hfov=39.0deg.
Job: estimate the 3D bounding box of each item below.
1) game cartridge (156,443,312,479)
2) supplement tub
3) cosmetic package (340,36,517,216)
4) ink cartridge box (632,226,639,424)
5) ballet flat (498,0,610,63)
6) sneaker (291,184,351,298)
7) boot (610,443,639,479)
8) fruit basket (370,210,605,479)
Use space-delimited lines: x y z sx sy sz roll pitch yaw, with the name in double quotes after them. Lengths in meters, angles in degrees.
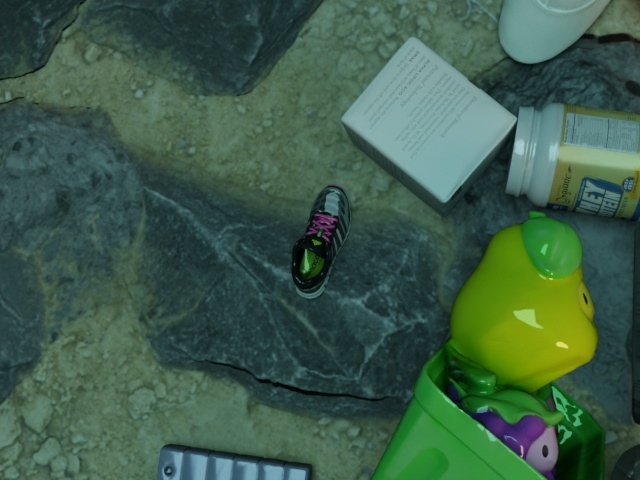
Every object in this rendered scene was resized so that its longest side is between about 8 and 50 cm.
-0.137 0.483 1.281 0.230 0.068 0.355 5 85 13 "game cartridge"
0.358 -0.108 1.220 0.199 0.144 0.144 9 86 10 "supplement tub"
0.150 -0.152 1.252 0.183 0.151 0.151 40 91 9 "cosmetic package"
0.473 0.104 1.099 0.130 0.309 0.272 2 86 9 "ink cartridge box"
0.394 -0.424 1.253 0.139 0.139 0.400 43 92 10 "ballet flat"
0.000 0.000 1.297 0.063 0.075 0.170 18 87 10 "sneaker"
0.516 0.368 1.062 0.377 0.284 0.138 16 69 17 "boot"
0.247 0.171 1.097 0.283 0.392 0.392 41 91 10 "fruit basket"
